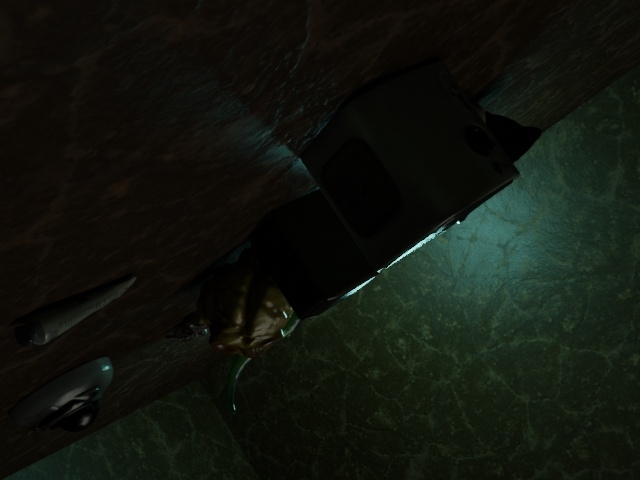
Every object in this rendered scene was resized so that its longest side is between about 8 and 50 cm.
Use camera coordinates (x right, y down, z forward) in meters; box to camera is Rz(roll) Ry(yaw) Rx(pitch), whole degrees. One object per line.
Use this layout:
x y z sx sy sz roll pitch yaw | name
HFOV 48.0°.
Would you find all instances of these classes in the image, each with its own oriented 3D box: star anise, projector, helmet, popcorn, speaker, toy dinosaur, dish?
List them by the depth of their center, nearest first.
0.153 -0.126 1.248 0.248 0.249 0.248 -28 171 -36 | projector
-0.012 0.032 1.596 0.192 0.231 0.153 -28 170 -34 | speaker
-0.160 0.130 1.715 0.332 0.225 0.265 -55 -174 -1 | popcorn
0.383 -0.213 1.824 0.271 0.197 0.338 -44 172 -29 | helmet
-0.636 0.425 1.843 0.273 0.134 0.273 -33 171 -6 | dish
-0.371 0.259 2.146 0.172 0.063 0.208 -31 172 -5 | star anise
-0.099 0.295 2.237 0.374 0.500 0.144 0 173 18 | toy dinosaur

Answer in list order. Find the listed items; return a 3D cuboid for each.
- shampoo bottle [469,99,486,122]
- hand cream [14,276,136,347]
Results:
0.290 -0.261 1.555 0.092 0.092 0.303 -38 171 29 | shampoo bottle
-0.412 0.119 1.227 0.080 0.050 0.234 -40 175 34 | hand cream
